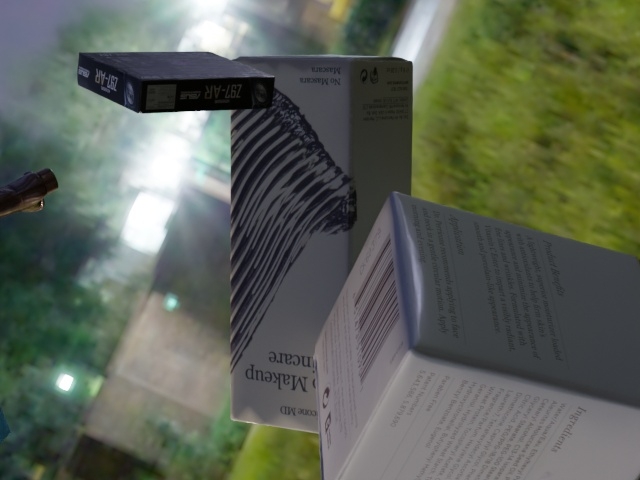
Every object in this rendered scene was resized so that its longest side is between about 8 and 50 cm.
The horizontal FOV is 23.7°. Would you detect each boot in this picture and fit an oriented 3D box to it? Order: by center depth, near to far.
[{"bbox_3d":[-0.307,-0.028,1.407,0.114,0.037,0.106,-29,-1,-28],"label":"boot"}]

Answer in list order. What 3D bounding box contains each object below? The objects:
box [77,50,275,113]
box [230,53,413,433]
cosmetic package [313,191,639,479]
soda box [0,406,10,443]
[{"bbox_3d":[-0.077,-0.085,0.808,0.083,0.067,0.018,-6,-69,-37],"label":"box"},{"bbox_3d":[0.000,0.000,1.138,0.094,0.113,0.275,-10,-79,-58],"label":"box"},{"bbox_3d":[0.107,0.088,0.981,0.151,0.183,0.151,-92,22,-51],"label":"cosmetic package"},{"bbox_3d":[-0.334,0.087,1.269,0.071,0.067,0.210,-59,-49,-70],"label":"soda box"}]
